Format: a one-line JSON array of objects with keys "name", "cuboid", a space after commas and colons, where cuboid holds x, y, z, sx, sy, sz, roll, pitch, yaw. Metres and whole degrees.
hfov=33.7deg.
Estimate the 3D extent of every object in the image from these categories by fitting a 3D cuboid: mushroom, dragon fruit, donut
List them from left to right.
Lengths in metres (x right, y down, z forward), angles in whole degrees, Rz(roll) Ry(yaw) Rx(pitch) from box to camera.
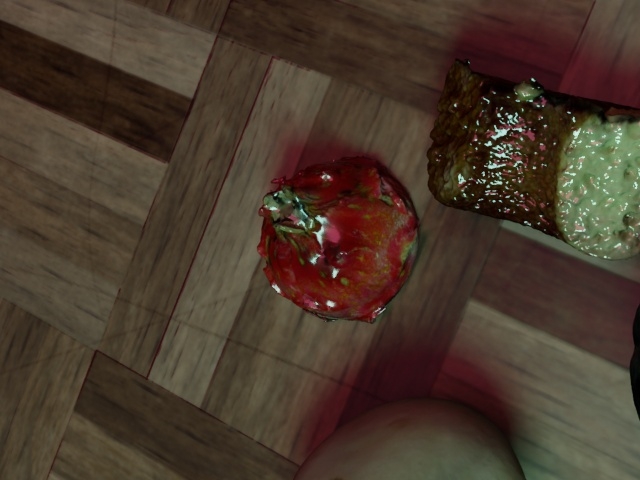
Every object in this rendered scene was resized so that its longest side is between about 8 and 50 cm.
[{"name": "dragon fruit", "cuboid": [0.000, 0.000, 0.896, 0.153, 0.111, 0.153, -1, 87, 29]}, {"name": "mushroom", "cuboid": [0.075, 0.230, 0.814, 0.204, 0.204, 0.204, -2, 84, 25]}, {"name": "donut", "cuboid": [0.184, -0.065, 0.817, 0.186, 0.144, 0.126, 16, 100, -5]}]

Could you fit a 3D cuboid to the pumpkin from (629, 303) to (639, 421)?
[{"name": "pumpkin", "cuboid": [0.334, 0.077, 0.639, 0.295, 0.296, 0.296, -2, 84, 25]}]
